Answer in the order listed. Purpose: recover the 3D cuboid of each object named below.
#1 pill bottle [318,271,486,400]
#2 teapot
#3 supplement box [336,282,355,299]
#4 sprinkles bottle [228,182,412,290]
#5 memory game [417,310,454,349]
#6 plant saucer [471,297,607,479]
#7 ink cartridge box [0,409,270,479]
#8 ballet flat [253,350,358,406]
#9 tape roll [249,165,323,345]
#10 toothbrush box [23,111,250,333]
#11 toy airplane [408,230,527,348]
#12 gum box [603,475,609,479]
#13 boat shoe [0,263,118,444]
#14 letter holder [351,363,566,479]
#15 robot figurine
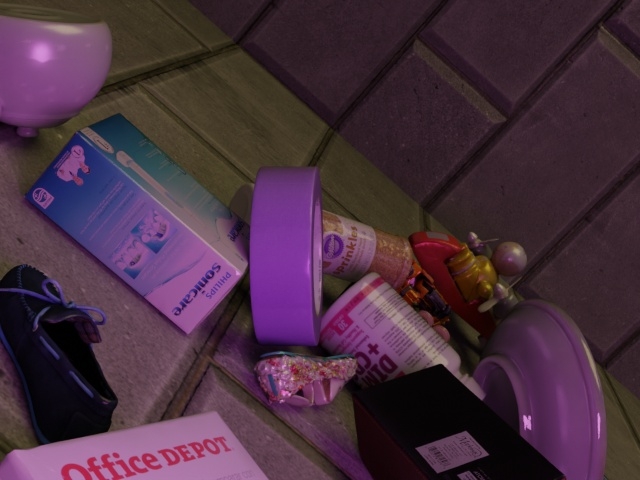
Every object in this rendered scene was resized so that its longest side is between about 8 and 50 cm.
[{"bbox_3d":[0.134,0.204,1.640,0.283,0.160,0.160,45,15,11],"label":"pill bottle"},{"bbox_3d":[-0.432,-0.244,1.425,0.256,0.187,0.252,-2,19,-33],"label":"teapot"},{"bbox_3d":[0.147,0.185,1.904,0.130,0.073,0.239,24,23,-52],"label":"supplement box"},{"bbox_3d":[0.000,0.000,1.805,0.356,0.121,0.121,18,25,-29],"label":"sprinkles bottle"},{"bbox_3d":[0.161,0.196,1.735,0.186,0.186,0.012,45,43,10],"label":"memory game"},{"bbox_3d":[0.334,0.297,1.627,0.101,0.400,0.400,1,30,-16],"label":"plant saucer"},{"bbox_3d":[-0.082,0.327,0.712,0.384,0.160,0.279,48,15,20],"label":"ink cartridge box"},{"bbox_3d":[-0.018,0.208,1.432,0.241,0.091,0.077,11,64,-56],"label":"ballet flat"},{"bbox_3d":[-0.047,0.024,1.480,0.090,0.274,0.275,0,15,5],"label":"tape roll"},{"bbox_3d":[-0.243,-0.032,1.396,0.295,0.126,0.216,40,13,-8],"label":"toothbrush box"},{"bbox_3d":[0.416,0.129,2.377,0.386,0.272,0.384,50,16,29],"label":"toy airplane"},{"bbox_3d":[0.647,0.596,2.099,0.157,0.041,0.184,47,16,17],"label":"gum box"},{"bbox_3d":[-0.262,0.109,1.011,0.109,0.089,0.258,24,23,-51],"label":"boat shoe"},{"bbox_3d":[0.181,0.346,1.325,0.152,0.214,0.302,-15,27,-20],"label":"letter holder"},{"bbox_3d":[0.203,0.110,2.106,0.211,0.085,0.291,47,-1,22],"label":"robot figurine"}]
